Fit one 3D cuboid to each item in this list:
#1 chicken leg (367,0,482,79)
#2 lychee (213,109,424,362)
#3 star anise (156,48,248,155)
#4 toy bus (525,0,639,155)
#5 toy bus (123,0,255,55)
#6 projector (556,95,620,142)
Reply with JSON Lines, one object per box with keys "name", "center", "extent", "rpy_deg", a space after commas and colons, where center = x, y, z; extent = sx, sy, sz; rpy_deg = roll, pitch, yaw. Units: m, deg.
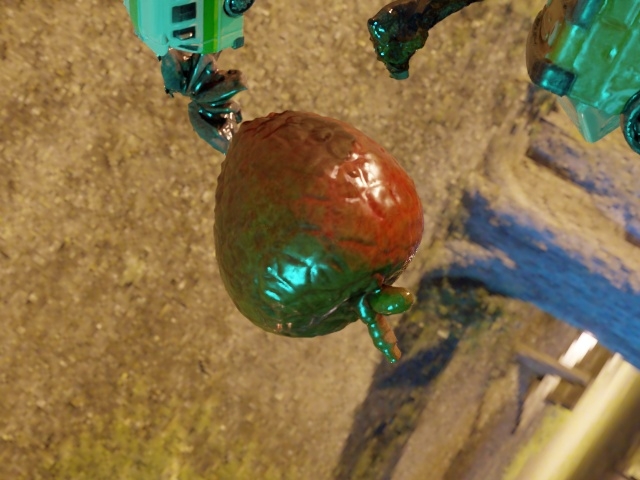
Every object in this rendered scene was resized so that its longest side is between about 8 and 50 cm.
{"name": "chicken leg", "center": [0.128, -0.181, 0.577], "extent": [0.253, 0.051, 0.106], "rpy_deg": [-45, 155, 15]}
{"name": "lychee", "center": [0.000, 0.000, 1.170], "extent": [0.255, 0.300, 0.255], "rpy_deg": [-22, 160, -9]}
{"name": "star anise", "center": [-0.187, -0.252, 1.761], "extent": [0.129, 0.283, 0.212], "rpy_deg": [-24, -163, -2]}
{"name": "toy bus", "center": [0.338, -0.148, 0.805], "extent": [0.162, 0.323, 0.194], "rpy_deg": [-70, -177, -59]}
{"name": "toy bus", "center": [-0.184, -0.380, 1.425], "extent": [0.164, 0.134, 0.276], "rpy_deg": [-25, 145, -27]}
{"name": "projector", "center": [0.393, -0.240, 1.250], "extent": [0.256, 0.099, 0.192], "rpy_deg": [-34, 165, 11]}
